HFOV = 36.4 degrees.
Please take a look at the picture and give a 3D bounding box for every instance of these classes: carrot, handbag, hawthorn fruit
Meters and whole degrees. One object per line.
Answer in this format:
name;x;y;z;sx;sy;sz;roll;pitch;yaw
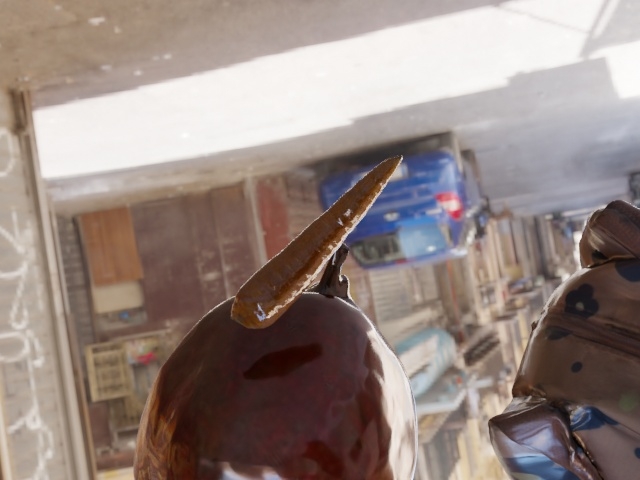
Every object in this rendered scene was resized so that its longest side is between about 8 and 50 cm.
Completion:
carrot;0.000;0.000;0.893;0.216;0.048;0.048;-46;178;-1
handbag;0.215;0.096;0.496;0.252;0.190;0.193;23;167;28
hawthorn fruit;-0.046;0.198;1.024;0.309;0.324;0.308;-4;135;-4
